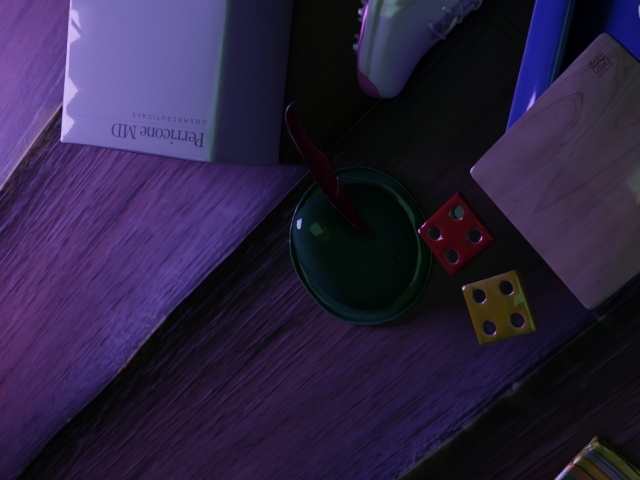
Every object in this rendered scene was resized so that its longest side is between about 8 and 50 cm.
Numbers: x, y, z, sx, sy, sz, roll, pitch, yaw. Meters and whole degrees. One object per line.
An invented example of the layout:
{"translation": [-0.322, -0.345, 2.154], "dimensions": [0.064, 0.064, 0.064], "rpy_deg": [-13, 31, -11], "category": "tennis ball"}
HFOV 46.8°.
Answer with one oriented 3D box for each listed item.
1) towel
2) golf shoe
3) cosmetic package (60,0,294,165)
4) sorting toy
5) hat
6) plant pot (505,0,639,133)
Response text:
{"translation": [0.248, 0.318, 0.758], "dimensions": [0.102, 0.021, 0.237], "rpy_deg": [41, 109, 19], "category": "towel"}
{"translation": [0.137, -0.272, 0.726], "dimensions": [0.140, 0.115, 0.306], "rpy_deg": [29, 106, 18], "category": "golf shoe"}
{"translation": [-0.152, -0.283, 0.836], "dimensions": [0.217, 0.156, 0.385], "rpy_deg": [8, 96, 23], "category": "cosmetic package"}
{"translation": [0.191, -0.040, 0.511], "dimensions": [0.274, 0.046, 0.132], "rpy_deg": [-49, 66, 29], "category": "sorting toy"}
{"translation": [0.000, 0.000, 0.765], "dimensions": [0.173, 0.183, 0.208], "rpy_deg": [-34, 79, 24], "category": "hat"}
{"translation": [0.286, -0.108, 0.603], "dimensions": [0.212, 0.236, 0.236], "rpy_deg": [16, 101, 31], "category": "plant pot"}
